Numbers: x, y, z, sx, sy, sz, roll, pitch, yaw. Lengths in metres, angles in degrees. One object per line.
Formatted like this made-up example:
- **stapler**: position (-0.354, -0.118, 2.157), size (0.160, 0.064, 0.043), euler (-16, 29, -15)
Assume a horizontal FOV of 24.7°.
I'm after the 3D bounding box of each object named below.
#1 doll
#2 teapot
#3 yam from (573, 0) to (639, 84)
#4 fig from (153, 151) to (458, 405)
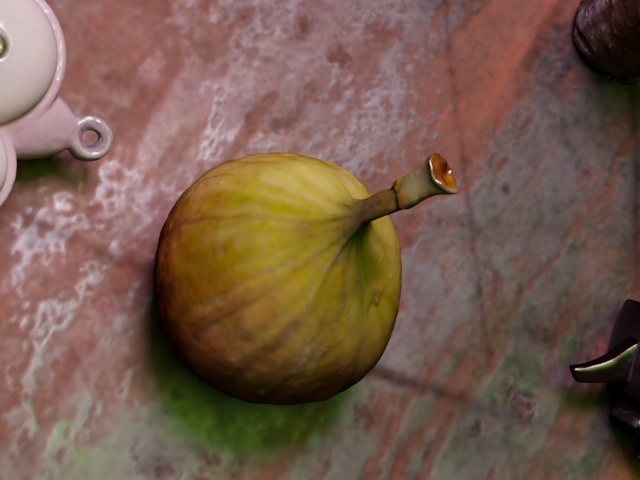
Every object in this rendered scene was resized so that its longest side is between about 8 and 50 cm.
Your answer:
- **doll**: position (-0.290, -0.099, 0.826), size (0.365, 0.094, 0.160), euler (12, 80, -26)
- **teapot**: position (0.253, 0.114, 1.013), size (0.177, 0.087, 0.096), euler (29, 90, -13)
- **yam**: position (0.236, -0.162, 1.024), size (0.079, 0.141, 0.079), euler (2, 82, -16)
- **fig**: position (0.001, -0.003, 0.877), size (0.160, 0.231, 0.143), euler (42, 29, -3)
